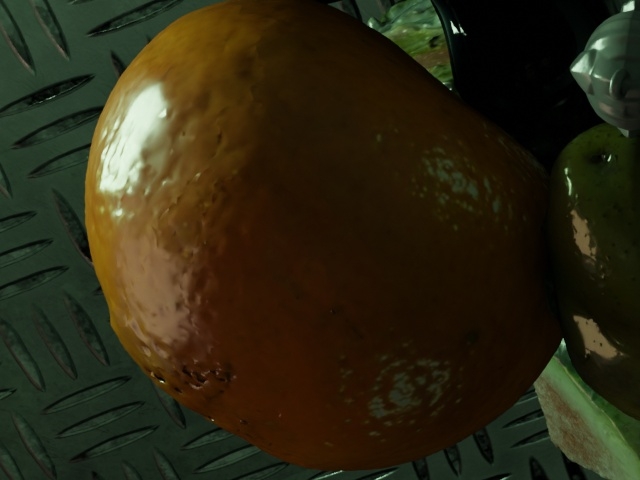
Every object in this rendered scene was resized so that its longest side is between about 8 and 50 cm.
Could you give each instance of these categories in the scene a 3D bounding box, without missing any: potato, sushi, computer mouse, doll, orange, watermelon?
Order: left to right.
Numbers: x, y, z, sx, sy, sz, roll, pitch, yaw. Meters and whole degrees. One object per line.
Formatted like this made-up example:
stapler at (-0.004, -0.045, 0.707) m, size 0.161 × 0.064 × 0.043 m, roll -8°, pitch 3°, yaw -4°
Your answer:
orange at (0.000, 0.000, 1.350) m, size 0.424 × 0.326 × 0.424 m, roll 36°, pitch -172°, yaw -6°
sushi at (0.128, -0.134, 1.680) m, size 0.178 × 0.294 × 0.352 m, roll 62°, pitch -175°, yaw -24°
computer mouse at (0.161, -0.208, 1.448) m, size 0.096 × 0.137 × 0.233 m, roll 56°, pitch -167°, yaw -47°
doll at (0.210, -0.120, 1.113) m, size 0.180 × 0.079 × 0.094 m, roll -48°, pitch -39°, yaw -71°
potato at (0.232, 0.022, 1.203) m, size 0.248 × 0.143 × 0.169 m, roll 65°, pitch 178°, yaw -40°
watermelon at (0.324, 0.117, 1.675) m, size 0.310 × 0.193 × 0.232 m, roll 56°, pitch 162°, yaw 11°

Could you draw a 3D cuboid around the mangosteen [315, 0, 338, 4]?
mangosteen at (-0.057, -0.362, 1.369) m, size 0.382 × 0.435 × 0.382 m, roll 25°, pitch 130°, yaw 34°
